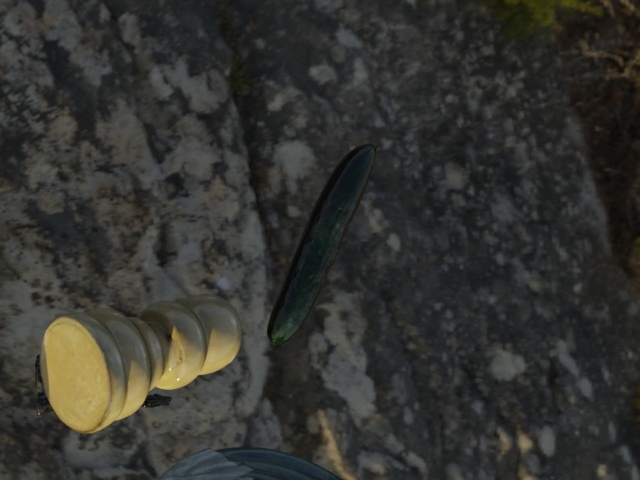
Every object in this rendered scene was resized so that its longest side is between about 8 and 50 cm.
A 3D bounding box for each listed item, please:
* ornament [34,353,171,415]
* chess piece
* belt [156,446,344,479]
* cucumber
[{"bbox_3d":[-0.425,0.282,1.922,0.260,0.251,0.106,3,89,-17],"label":"ornament"},{"bbox_3d":[-0.241,0.154,1.434,0.299,0.167,0.167,-16,96,-50],"label":"chess piece"},{"bbox_3d":[-0.040,0.416,1.066,0.300,0.436,0.173,-30,132,-30],"label":"belt"},{"bbox_3d":[0.000,0.000,1.233,0.056,0.056,0.284,30,81,-28],"label":"cucumber"}]
